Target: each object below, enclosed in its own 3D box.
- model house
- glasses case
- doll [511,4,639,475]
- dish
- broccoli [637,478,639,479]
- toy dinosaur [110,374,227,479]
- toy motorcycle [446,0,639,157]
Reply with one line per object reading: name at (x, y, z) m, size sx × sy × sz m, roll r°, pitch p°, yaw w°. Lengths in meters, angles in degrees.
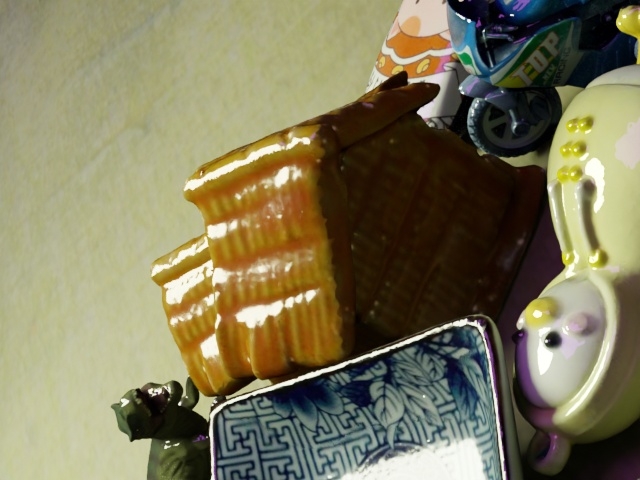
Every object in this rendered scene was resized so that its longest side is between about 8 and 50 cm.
model house at (0.001, 0.001, 1.280) m, size 0.199 × 0.229 × 0.219 m, roll -6°, pitch 57°, yaw 45°
glasses case at (0.109, -0.176, 1.429) m, size 0.103 × 0.067 × 0.267 m, roll 5°, pitch 67°, yaw 58°
doll at (0.178, -0.003, 1.133) m, size 0.141 × 0.117 × 0.296 m, roll 3°, pitch 65°, yaw 58°
dish at (0.044, 0.166, 1.184) m, size 0.243 × 0.080 × 0.182 m, roll -22°, pitch 65°, yaw 39°
broccoli at (0.251, 0.239, 0.764) m, size 0.221 × 0.252 × 0.361 m, roll -15°, pitch 76°, yaw 53°
toy dinosaur at (-0.132, 0.176, 1.377) m, size 0.179 × 0.187 × 0.087 m, roll -29°, pitch 31°, yaw -4°
toy motorcycle at (0.172, -0.165, 1.265) m, size 0.254 × 0.135 × 0.092 m, roll -46°, pitch 33°, yaw 20°
